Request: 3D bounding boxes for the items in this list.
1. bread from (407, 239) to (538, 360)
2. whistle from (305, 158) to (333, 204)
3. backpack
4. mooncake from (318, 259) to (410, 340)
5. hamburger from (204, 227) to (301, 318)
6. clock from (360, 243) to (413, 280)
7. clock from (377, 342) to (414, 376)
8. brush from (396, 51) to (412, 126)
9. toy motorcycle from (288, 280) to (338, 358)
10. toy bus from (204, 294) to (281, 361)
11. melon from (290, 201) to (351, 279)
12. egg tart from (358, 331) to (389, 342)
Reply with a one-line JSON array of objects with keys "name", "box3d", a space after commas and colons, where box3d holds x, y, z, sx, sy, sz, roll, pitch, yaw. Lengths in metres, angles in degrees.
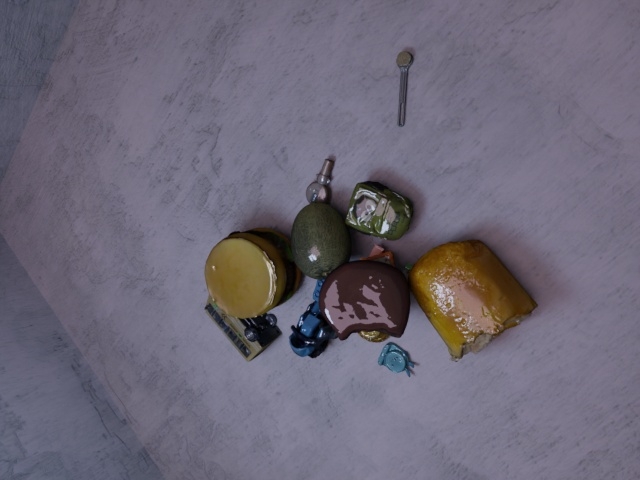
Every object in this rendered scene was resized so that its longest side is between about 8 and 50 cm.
[{"name": "bread", "box3d": [0.494, 0.200, 1.641, 0.361, 0.250, 0.394, -43, 78, 27]}, {"name": "whistle", "box3d": [0.002, -0.230, 1.933, 0.107, 0.057, 0.220, 28, 110, 22]}, {"name": "backpack", "box3d": [0.230, -0.110, 1.792, 0.253, 0.140, 0.207, 24, 110, 16]}, {"name": "mooncake", "box3d": [0.172, 0.221, 1.690, 0.325, 0.174, 0.334, -37, 84, 3]}, {"name": "hamburger", "box3d": [-0.290, 0.137, 2.036, 0.395, 0.277, 0.397, 5, 101, 25]}, {"name": "clock", "box3d": [0.220, 0.159, 1.833, 0.219, 0.106, 0.256, 31, 91, 12]}, {"name": "clock", "box3d": [0.315, 0.495, 1.916, 0.147, 0.045, 0.108, 27, 113, 21]}, {"name": "brush", "box3d": [0.302, -0.555, 1.721, 0.062, 0.027, 0.267, 8, 104, 28]}, {"name": "toy motorcycle", "box3d": [-0.009, 0.328, 1.950, 0.172, 0.232, 0.417, 29, 112, 33]}, {"name": "toy bus", "box3d": [-0.375, 0.371, 2.191, 0.365, 0.176, 0.202, 48, 123, 11]}, {"name": "melon", "box3d": [0.000, 0.000, 1.854, 0.248, 0.248, 0.330, -29, 49, 30]}, {"name": "egg tart", "box3d": [0.213, 0.340, 1.926, 0.191, 0.074, 0.192, 7, 106, 27]}]
